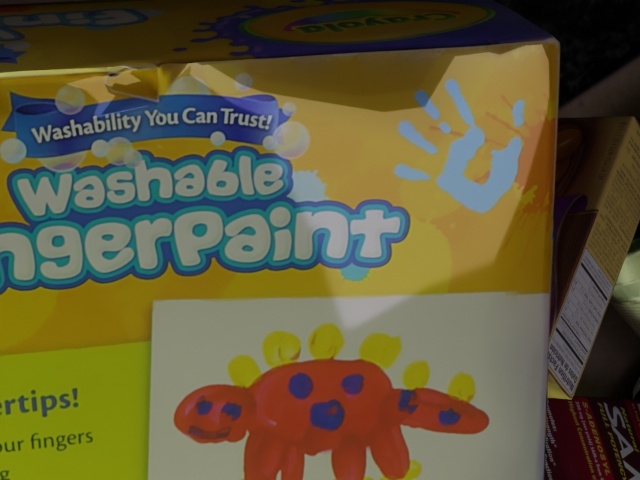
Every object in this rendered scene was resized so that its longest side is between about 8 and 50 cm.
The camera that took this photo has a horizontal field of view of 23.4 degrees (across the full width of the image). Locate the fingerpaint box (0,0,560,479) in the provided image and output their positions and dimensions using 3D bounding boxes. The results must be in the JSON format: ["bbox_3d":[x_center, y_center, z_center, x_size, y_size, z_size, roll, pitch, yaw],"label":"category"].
[{"bbox_3d":[-0.123,0.076,0.753,0.444,0.163,0.371,-5,110,-11],"label":"fingerpaint box"}]

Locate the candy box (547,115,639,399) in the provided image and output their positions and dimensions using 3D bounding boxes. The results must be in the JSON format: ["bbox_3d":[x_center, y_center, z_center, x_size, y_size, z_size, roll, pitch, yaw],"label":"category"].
[{"bbox_3d":[0.136,0.008,0.996,0.053,0.109,0.187,50,56,-39],"label":"candy box"}]

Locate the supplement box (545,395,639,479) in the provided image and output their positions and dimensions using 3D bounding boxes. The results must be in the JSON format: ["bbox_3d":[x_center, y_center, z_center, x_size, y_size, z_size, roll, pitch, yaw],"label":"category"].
[{"bbox_3d":[0.164,0.178,1.077,0.239,0.073,0.130,8,61,-47],"label":"supplement box"}]

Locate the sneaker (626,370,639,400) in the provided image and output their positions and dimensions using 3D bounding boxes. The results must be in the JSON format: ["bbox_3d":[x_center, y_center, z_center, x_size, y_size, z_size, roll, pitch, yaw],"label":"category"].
[{"bbox_3d":[0.370,0.123,1.233,0.283,0.124,0.107,-15,113,-31],"label":"sneaker"}]

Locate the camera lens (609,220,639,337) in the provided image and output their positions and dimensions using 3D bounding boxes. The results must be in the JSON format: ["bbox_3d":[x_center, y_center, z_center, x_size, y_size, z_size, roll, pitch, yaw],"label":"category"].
[{"bbox_3d":[0.336,0.032,1.077,0.219,0.219,0.274,-45,101,-16],"label":"camera lens"}]
